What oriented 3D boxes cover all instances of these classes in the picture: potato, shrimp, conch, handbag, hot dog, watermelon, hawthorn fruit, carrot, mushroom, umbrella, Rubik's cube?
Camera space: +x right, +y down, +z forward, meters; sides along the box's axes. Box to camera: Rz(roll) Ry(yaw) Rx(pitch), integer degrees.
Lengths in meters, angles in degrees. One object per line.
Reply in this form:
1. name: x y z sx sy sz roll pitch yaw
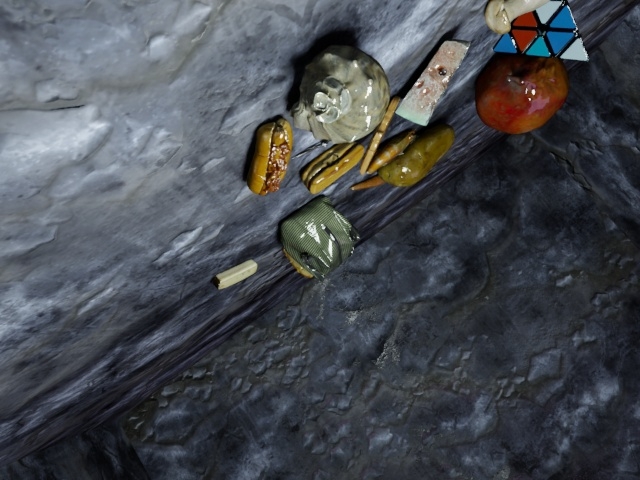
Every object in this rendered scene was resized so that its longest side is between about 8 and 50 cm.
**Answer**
1. potato: 0.393 -0.336 1.637 0.369 0.176 0.195 -38 147 -13
2. shrimp: 0.256 -0.318 1.490 0.249 0.068 0.150 -38 -179 -12
3. conch: 0.057 -0.276 0.836 0.291 0.159 0.210 -26 163 -51
4. handbag: 0.000 0.000 1.603 0.247 0.240 0.340 -38 168 -15
5. hot dog: -0.111 -0.176 0.952 0.102 0.076 0.249 -34 168 -29
6. watermelon: 0.315 -0.441 1.117 0.154 0.094 0.241 -54 175 -34
7. hawthorn fruit: 0.693 -0.526 1.427 0.308 0.308 0.325 -35 166 -7
8. carrot: 0.201 -0.240 1.736 0.216 0.048 0.048 -22 163 -35
9. mushroom: 0.512 -0.611 1.028 0.212 0.088 0.097 -32 160 7
10. umbrella: -0.013 -0.249 1.105 0.149 0.022 0.022 -28 -169 -9
11. Rubik's cube: 0.630 -0.676 1.207 0.250 0.284 0.234 -6 159 23

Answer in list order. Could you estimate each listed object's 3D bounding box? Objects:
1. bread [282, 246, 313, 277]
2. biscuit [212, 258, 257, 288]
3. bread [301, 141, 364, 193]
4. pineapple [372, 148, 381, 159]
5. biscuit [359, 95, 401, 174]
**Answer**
1. bread: -0.024 0.056 1.896 0.114 0.184 0.275 -49 165 33
2. biscuit: -0.328 0.128 1.606 0.188 0.052 0.056 -27 149 -42
3. bread: 0.036 -0.219 1.216 0.200 0.077 0.116 -37 168 -5
4. pineapple: 0.185 -0.297 1.503 0.045 0.019 0.083 -34 170 -42
5. biscuit: 0.170 -0.306 1.221 0.250 0.035 0.162 -67 172 27
